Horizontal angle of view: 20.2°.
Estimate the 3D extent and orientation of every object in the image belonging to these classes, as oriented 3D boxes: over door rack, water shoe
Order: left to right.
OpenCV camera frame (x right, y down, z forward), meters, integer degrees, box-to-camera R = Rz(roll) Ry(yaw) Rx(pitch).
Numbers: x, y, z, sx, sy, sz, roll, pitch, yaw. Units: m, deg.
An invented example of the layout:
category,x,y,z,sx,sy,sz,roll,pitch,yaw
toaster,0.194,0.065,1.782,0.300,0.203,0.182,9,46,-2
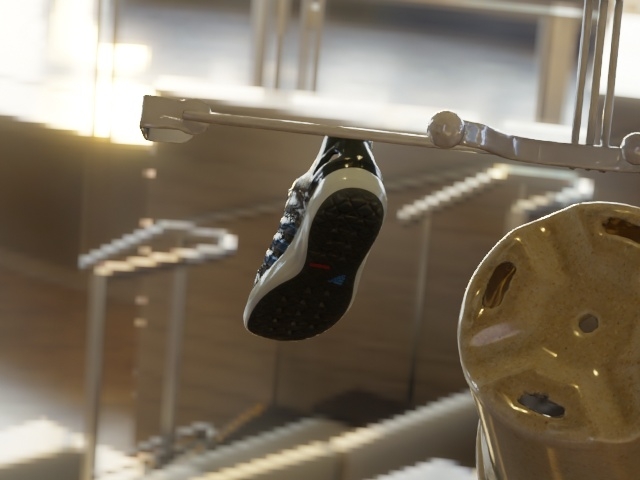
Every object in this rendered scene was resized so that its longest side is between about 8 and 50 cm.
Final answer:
category,x,y,z,sx,sy,sz,roll,pitch,yaw
water shoe,0.000,0.000,1.352,0.073,0.203,0.080,15,49,-18
over door rack,0.047,-0.167,1.065,0.324,0.239,0.108,5,-7,12

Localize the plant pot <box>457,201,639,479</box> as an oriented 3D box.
category,x,y,z,sx,sy,sz,roll,pitch,yaw
plant pot,0.263,0.130,1.600,0.334,0.334,0.305,12,-21,26
